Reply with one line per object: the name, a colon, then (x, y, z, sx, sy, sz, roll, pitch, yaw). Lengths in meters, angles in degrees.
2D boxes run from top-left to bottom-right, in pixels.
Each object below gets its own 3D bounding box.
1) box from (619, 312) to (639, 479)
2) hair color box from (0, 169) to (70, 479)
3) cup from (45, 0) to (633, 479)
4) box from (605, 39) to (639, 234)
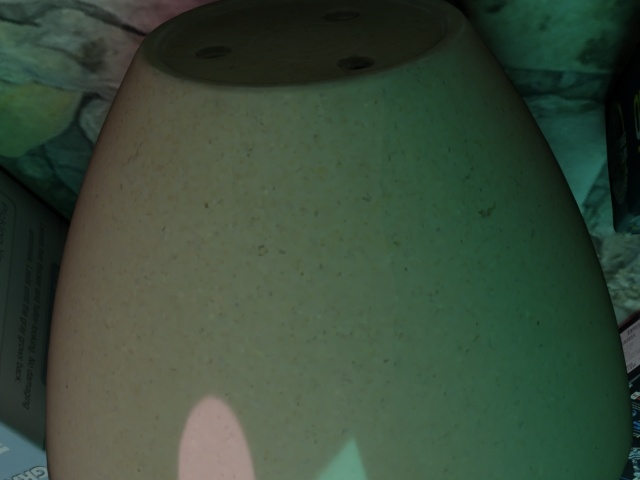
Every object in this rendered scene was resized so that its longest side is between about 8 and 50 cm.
box: (0.282, 0.146, 1.182, 0.220, 0.051, 0.175, 19, 136, -24)
hair color box: (-0.223, 0.060, 0.949, 0.113, 0.185, 0.374, -25, 136, 23)
cup: (0.000, 0.000, 0.825, 0.331, 0.331, 0.237, -4, 116, 3)
box: (0.361, -0.083, 0.772, 0.395, 0.097, 0.318, -3, 172, 1)
